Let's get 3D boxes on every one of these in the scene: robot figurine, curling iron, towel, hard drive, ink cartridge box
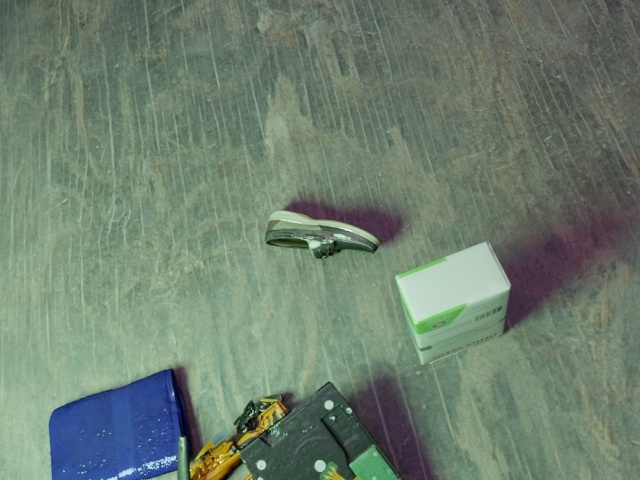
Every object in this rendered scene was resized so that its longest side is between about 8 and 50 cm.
[{"bbox_3d":[-0.141,0.461,1.496,0.291,0.085,0.211,-40,67,-9],"label":"robot figurine"},{"bbox_3d":[-0.284,0.522,1.439,0.068,0.035,0.274,15,109,38],"label":"curling iron"},{"bbox_3d":[-0.441,0.436,1.573,0.308,0.076,0.228,-18,57,2],"label":"towel"},{"bbox_3d":[0.029,0.486,1.413,0.237,0.064,0.339,-37,84,-7],"label":"hard drive"},{"bbox_3d":[0.273,0.137,1.466,0.198,0.273,0.115,-21,62,0],"label":"ink cartridge box"}]

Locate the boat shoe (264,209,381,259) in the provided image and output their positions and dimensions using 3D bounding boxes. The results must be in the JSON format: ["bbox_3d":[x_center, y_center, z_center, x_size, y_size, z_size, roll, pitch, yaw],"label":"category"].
[{"bbox_3d":[0.000,0.000,1.674,0.285,0.103,0.092,13,74,19],"label":"boat shoe"}]
